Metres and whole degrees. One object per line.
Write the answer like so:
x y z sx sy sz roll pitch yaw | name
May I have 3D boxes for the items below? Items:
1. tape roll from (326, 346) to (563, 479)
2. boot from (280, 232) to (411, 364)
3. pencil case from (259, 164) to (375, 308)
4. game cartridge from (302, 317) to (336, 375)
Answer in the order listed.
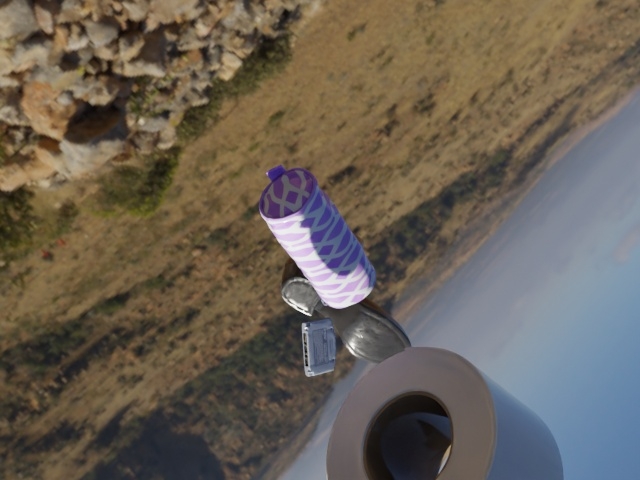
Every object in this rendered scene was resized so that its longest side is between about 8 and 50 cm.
0.152 0.277 0.951 0.246 0.246 0.169 -48 126 4 | tape roll
0.052 0.077 1.380 0.096 0.264 0.280 -59 -172 25 | boot
0.000 0.000 0.964 0.086 0.088 0.206 -23 135 10 | pencil case
-0.001 0.162 1.173 0.056 0.083 0.017 -7 -174 -33 | game cartridge
